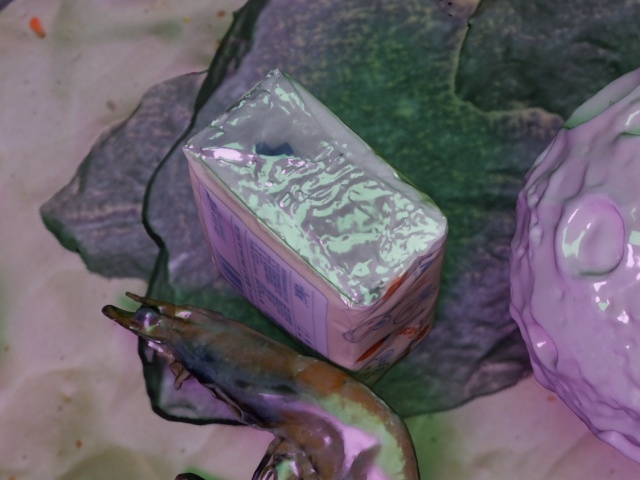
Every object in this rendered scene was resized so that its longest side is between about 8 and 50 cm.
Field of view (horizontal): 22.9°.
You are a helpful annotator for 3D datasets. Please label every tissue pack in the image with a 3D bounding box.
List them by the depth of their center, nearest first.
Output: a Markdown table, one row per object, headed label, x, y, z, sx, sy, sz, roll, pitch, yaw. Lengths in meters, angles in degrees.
| label | x | y | z | sx | sy | sz | roll | pitch | yaw |
| --- | --- | --- | --- | --- | --- | --- | --- | --- | --- |
| tissue pack | 0.000 | 0.000 | 0.967 | 0.148 | 0.196 | 0.092 | 43 | 78 | 14 |

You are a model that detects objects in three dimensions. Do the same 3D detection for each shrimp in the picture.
| label | x | y | z | sx | sy | sz | roll | pitch | yaw |
| --- | --- | --- | --- | --- | --- | --- | --- | --- | --- |
| shrimp | -0.052 | 0.122 | 0.994 | 0.251 | 0.052 | 0.143 | 33 | 99 | 28 |

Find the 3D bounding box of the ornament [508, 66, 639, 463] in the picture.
| label | x | y | z | sx | sy | sz | roll | pitch | yaw |
| --- | --- | --- | --- | --- | --- | --- | --- | --- | --- |
| ornament | 0.231 | 0.006 | 0.927 | 0.259 | 0.259 | 0.225 | -37 | 98 | -11 |
